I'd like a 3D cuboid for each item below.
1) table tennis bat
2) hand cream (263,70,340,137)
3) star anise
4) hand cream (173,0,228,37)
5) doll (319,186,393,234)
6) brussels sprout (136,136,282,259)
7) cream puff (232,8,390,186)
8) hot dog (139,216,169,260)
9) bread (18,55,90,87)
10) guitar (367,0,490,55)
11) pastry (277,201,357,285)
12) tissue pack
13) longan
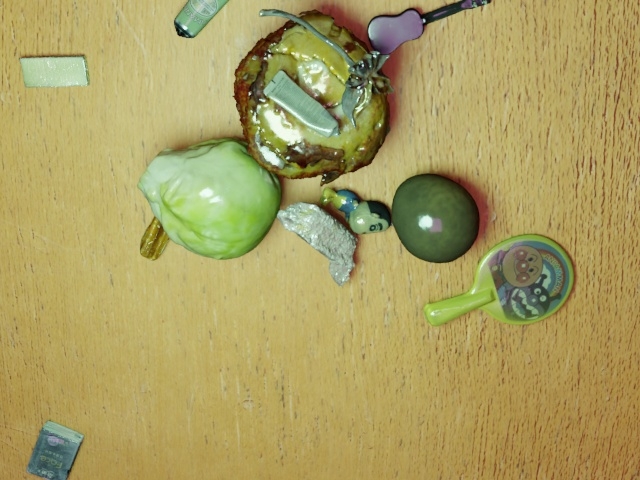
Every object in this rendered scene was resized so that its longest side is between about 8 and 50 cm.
[{"bbox_3d":[0.423,0.119,1.594,0.368,0.054,0.224,-21,105,7],"label":"table tennis bat"},{"bbox_3d":[-0.029,-0.251,1.266,0.165,0.037,0.057,38,82,-5],"label":"hand cream"},{"bbox_3d":[0.011,-0.345,1.281,0.227,0.218,0.148,42,109,25],"label":"star anise"},{"bbox_3d":[-0.230,-0.528,1.423,0.086,0.055,0.235,41,99,-13],"label":"hand cream"},{"bbox_3d":[0.083,-0.064,1.540,0.179,0.102,0.089,18,70,-2],"label":"doll"},{"bbox_3d":[-0.226,-0.099,1.463,0.273,0.243,0.316,-19,131,33],"label":"brussels sprout"},{"bbox_3d":[-0.026,-0.281,1.393,0.350,0.228,0.351,1,88,-18],"label":"cream puff"},{"bbox_3d":[-0.392,-0.018,1.611,0.062,0.038,0.144,27,106,-2],"label":"hot dog"},{"bbox_3d":[-0.600,-0.382,1.508,0.153,0.028,0.068,-1,109,4],"label":"bread"},{"bbox_3d":[0.232,-0.472,1.413,0.271,0.038,0.084,-18,108,10],"label":"guitar"},{"bbox_3d":[0.010,-0.008,1.517,0.112,0.103,0.265,-47,137,-6],"label":"pastry"},{"bbox_3d":[-0.728,0.584,1.831,0.112,0.051,0.156,24,108,-5],"label":"tissue pack"},{"bbox_3d":[0.255,-0.050,1.480,0.198,0.198,0.212,-33,102,14],"label":"longan"}]
